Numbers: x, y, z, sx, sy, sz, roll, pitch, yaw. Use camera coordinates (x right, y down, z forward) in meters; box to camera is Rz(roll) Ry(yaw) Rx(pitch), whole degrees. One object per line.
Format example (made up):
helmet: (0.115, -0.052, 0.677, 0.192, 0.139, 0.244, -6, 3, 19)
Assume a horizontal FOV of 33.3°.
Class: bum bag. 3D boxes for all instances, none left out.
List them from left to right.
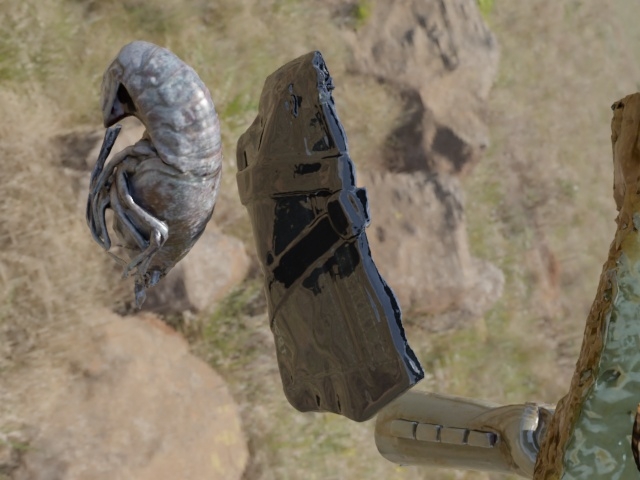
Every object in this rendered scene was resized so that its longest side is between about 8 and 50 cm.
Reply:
bum bag: (0.000, 0.000, 0.551, 0.049, 0.087, 0.197, 9, 58, -45)

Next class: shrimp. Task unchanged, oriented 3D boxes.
shrimp: (-0.082, -0.020, 0.507, 0.065, 0.165, 0.056, 31, 42, 7)

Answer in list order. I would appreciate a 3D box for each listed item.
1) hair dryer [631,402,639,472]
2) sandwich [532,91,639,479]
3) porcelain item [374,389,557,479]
hair dryer: (0.160, 0.093, 0.307, 0.203, 0.128, 0.362, 34, 2, -3)
sandwich: (0.223, 0.072, 0.514, 0.087, 0.226, 0.251, 27, 78, -82)
porcelain item: (0.135, 0.127, 0.663, 0.084, 0.213, 0.054, 8, 84, -45)
